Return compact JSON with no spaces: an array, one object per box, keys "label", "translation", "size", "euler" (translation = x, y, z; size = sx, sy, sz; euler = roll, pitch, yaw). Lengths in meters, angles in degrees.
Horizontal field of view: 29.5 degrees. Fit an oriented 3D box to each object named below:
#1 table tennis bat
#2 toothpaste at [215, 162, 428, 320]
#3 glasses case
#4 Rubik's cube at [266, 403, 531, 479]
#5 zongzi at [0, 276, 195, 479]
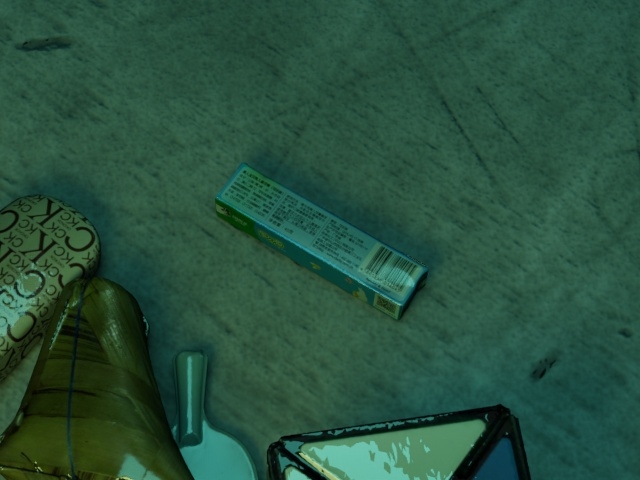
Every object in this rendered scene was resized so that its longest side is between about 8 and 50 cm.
[{"label":"table tennis bat","translation":[-0.145,0.238,1.350],"size":[0.153,0.040,0.244],"euler":[-3,66,1]},{"label":"toothpaste","translation":[0.000,0.000,1.468],"size":[0.266,0.050,0.065],"euler":[30,67,12]},{"label":"glasses case","translation":[-0.396,0.093,1.387],"size":[0.137,0.085,0.355],"euler":[34,66,13]},{"label":"Rubik's cube","translation":[0.082,0.321,1.198],"size":[0.246,0.248,0.250],"euler":[-7,64,-7]},{"label":"zongzi","translation":[-0.184,0.173,1.303],"size":[0.289,0.123,0.260],"euler":[6,61,22]}]
